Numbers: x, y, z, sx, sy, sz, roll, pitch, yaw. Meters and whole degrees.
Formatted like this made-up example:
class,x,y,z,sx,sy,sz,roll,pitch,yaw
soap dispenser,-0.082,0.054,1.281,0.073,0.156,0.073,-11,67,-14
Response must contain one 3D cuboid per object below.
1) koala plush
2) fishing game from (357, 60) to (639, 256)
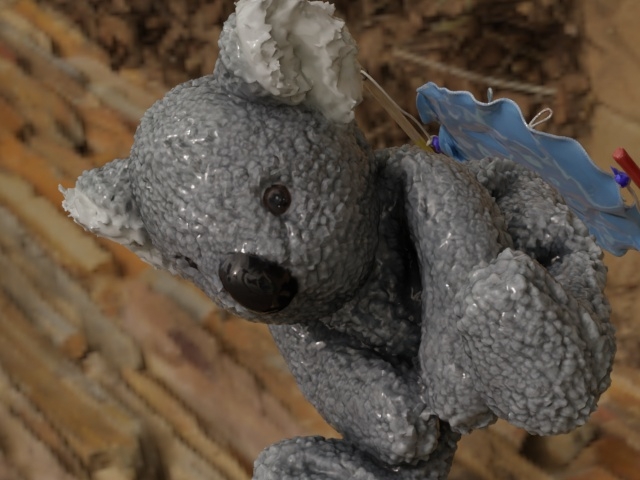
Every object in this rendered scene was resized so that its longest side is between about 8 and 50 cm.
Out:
class,x,y,z,sx,sy,sz,roll,pitch,yaw
koala plush,0.000,0.000,0.765,0.196,0.221,0.203,-44,18,33
fishing game,0.145,-0.052,1.085,0.264,0.189,0.041,23,74,51
